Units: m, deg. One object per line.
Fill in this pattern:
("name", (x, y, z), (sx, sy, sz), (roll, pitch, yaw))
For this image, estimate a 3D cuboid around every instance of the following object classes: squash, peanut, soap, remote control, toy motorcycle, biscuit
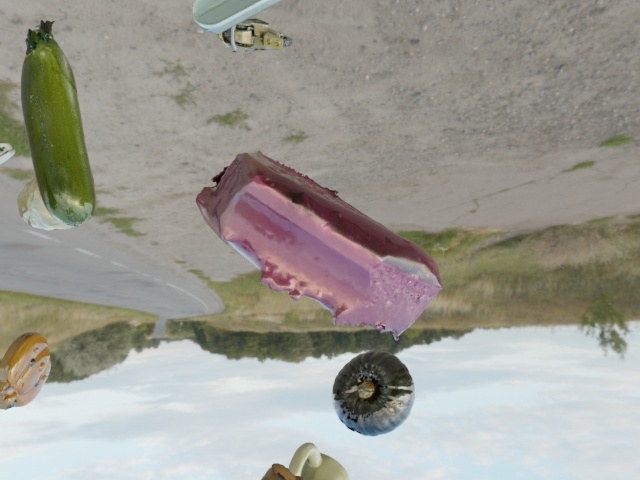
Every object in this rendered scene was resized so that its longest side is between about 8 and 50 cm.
("squash", (0.118, 0.347, 0.985), (0.156, 0.193, 0.193), (26, 153, -37))
("peanut", (-0.718, -0.096, 1.158), (0.152, 0.152, 0.313), (2, -178, -24))
("soap", (0.000, 0.000, 0.575), (0.324, 0.127, 0.220), (29, -170, -10))
("remote control", (-0.179, -0.562, 0.993), (0.247, 0.104, 0.052), (-27, 163, 1))
("toy motorcycle", (-0.201, -0.583, 1.235), (0.229, 0.094, 0.130), (18, -147, 11))
("squash", (-0.421, -0.183, 0.682), (0.087, 0.332, 0.087), (-10, -179, 0))
("biscuit", (-0.660, 0.298, 0.965), (0.050, 0.170, 0.170), (9, 167, -4))

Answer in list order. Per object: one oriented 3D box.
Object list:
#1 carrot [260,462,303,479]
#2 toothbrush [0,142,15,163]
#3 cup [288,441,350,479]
("carrot", (-0.141, 0.564, 0.836), (0.102, 0.263, 0.102), (41, 168, 11))
("toothbrush", (-0.362, -0.026, 0.370), (0.204, 0.017, 0.022), (-46, 176, -24))
("cup", (-0.016, 0.720, 1.221), (0.173, 0.255, 0.202), (20, -146, 16))
